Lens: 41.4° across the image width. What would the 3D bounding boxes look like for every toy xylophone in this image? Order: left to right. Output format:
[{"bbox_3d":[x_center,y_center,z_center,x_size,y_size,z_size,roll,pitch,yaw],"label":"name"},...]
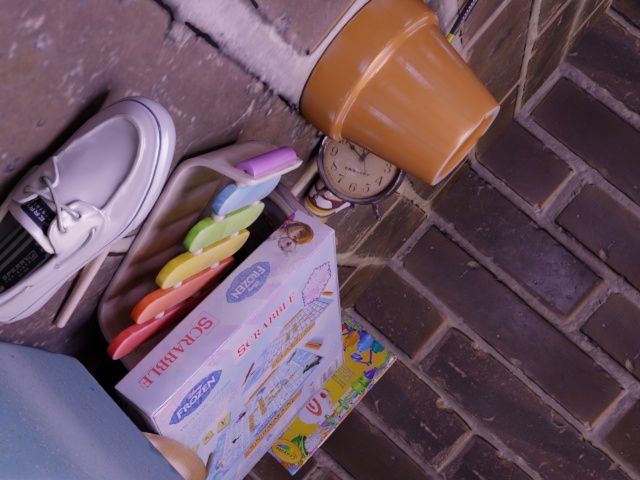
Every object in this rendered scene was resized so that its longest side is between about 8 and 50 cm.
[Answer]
[{"bbox_3d":[-0.161,0.019,0.935,0.236,0.081,0.322,-36,164,-51],"label":"toy xylophone"}]

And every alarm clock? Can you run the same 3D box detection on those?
[{"bbox_3d":[0.070,-0.135,1.243,0.064,0.129,0.191,-14,124,-75],"label":"alarm clock"}]

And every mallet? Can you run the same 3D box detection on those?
[{"bbox_3d":[0.212,-0.329,1.376,0.189,0.039,0.062,-56,169,16],"label":"mallet"}]

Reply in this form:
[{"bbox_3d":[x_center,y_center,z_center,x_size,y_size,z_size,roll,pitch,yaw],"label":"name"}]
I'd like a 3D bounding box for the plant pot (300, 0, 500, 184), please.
[{"bbox_3d":[0.111,-0.176,1.056,0.205,0.188,0.205,-47,170,-11],"label":"plant pot"}]

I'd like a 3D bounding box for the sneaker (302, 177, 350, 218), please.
[{"bbox_3d":[0.050,-0.102,1.427,0.185,0.069,0.084,-40,172,-45],"label":"sneaker"}]

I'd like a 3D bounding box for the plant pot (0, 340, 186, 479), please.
[{"bbox_3d":[-0.301,0.235,0.739,0.247,0.248,0.252,-48,154,-6],"label":"plant pot"}]

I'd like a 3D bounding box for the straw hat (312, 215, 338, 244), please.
[{"bbox_3d":[0.000,0.000,1.626,0.144,0.061,0.144,-46,170,-10],"label":"straw hat"}]

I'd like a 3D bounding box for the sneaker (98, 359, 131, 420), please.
[{"bbox_3d":[-0.258,0.208,1.206,0.147,0.129,0.330,-17,155,-35],"label":"sneaker"}]

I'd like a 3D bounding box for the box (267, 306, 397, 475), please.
[{"bbox_3d":[-0.056,0.224,1.573,0.279,0.290,0.177,-47,171,-3],"label":"box"}]

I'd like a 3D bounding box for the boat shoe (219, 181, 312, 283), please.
[{"bbox_3d":[-0.112,0.057,1.235,0.130,0.132,0.355,-31,154,-31],"label":"boat shoe"}]

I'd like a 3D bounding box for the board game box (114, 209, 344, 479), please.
[{"bbox_3d":[-0.093,0.170,1.093,0.318,0.066,0.318,-45,151,-28],"label":"board game box"}]

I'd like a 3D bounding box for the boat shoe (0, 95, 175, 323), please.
[{"bbox_3d":[-0.197,-0.015,0.641,0.226,0.083,0.076,-50,171,14],"label":"boat shoe"}]

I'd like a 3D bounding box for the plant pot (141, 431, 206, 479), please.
[{"bbox_3d":[-0.247,0.290,0.965,0.237,0.032,0.236,-8,138,-7],"label":"plant pot"}]
